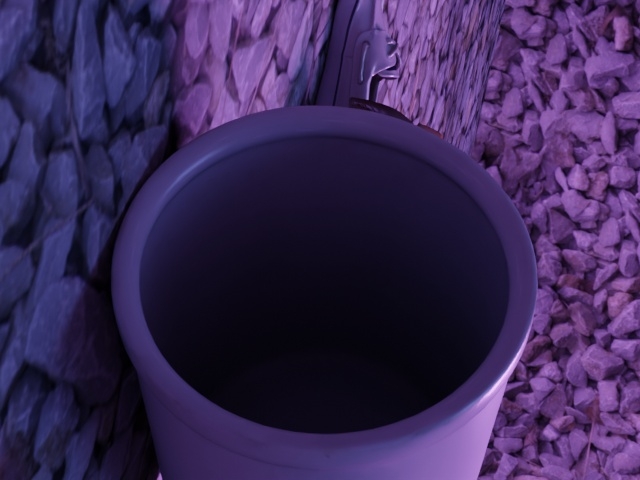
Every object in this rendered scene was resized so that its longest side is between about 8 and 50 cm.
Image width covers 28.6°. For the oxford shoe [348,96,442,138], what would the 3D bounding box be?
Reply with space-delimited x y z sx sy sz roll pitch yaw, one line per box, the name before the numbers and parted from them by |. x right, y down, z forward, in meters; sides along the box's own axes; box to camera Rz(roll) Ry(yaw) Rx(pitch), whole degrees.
oxford shoe | 0.000 0.000 1.495 0.364 0.132 0.130 -60 -175 9

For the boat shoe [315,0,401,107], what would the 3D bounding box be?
boat shoe | 0.055 -0.218 1.529 0.096 0.088 0.267 17 87 -78

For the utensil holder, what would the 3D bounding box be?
utensil holder | 0.001 0.126 1.116 0.385 0.327 0.328 91 17 -55
